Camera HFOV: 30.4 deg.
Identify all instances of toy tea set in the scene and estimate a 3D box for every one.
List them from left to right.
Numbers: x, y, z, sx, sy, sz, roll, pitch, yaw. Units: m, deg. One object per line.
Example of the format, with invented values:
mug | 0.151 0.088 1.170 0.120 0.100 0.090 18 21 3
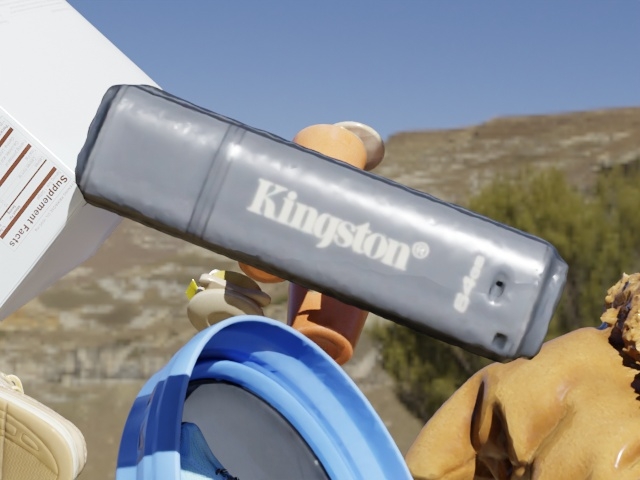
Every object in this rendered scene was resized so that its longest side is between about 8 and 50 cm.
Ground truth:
toy tea set | 0.000 0.000 1.231 0.200 0.124 0.336 24 -44 -12

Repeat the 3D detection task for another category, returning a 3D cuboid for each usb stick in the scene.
usb stick | -0.002 -0.011 0.656 0.278 0.077 0.045 21 -14 3

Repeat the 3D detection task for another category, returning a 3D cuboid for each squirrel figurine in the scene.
squirrel figurine | 0.325 0.210 1.080 0.281 0.397 0.370 37 5 -17

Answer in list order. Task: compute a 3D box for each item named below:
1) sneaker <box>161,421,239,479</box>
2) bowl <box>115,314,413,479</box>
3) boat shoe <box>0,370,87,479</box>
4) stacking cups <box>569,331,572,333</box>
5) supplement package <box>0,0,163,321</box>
sneaker | -0.051 0.193 0.842 0.073 0.162 0.063 -39 -9 11
bowl | -0.019 0.254 0.957 0.077 0.391 0.391 -28 -14 23
boat shoe | -0.190 0.093 0.641 0.170 0.063 0.059 12 18 26
stacking cups | 0.449 0.261 1.688 0.096 0.096 0.316 3 36 -38
supplement package | -0.227 -0.075 0.789 0.203 0.149 0.194 42 22 -1
